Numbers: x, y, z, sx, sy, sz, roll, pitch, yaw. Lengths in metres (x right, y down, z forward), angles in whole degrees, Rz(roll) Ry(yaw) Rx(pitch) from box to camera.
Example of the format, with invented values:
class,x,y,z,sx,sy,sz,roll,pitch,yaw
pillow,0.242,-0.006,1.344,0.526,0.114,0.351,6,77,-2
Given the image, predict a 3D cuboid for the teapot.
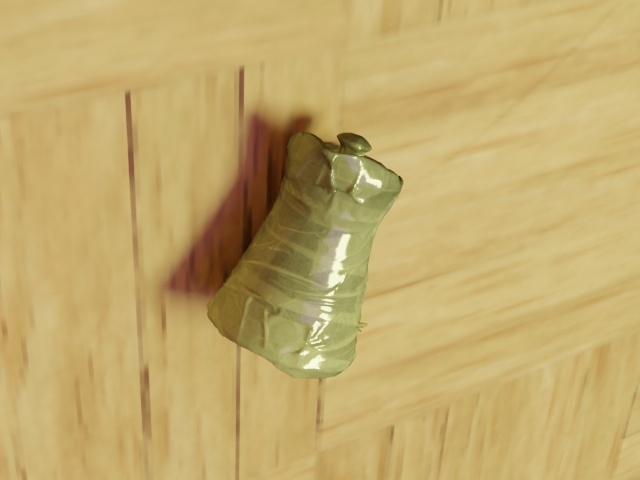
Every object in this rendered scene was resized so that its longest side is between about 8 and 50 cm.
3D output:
class,x,y,z,sx,sy,sz,roll,pitch,yaw
teapot,0.000,0.000,0.431,0.083,0.057,0.067,-69,168,19
